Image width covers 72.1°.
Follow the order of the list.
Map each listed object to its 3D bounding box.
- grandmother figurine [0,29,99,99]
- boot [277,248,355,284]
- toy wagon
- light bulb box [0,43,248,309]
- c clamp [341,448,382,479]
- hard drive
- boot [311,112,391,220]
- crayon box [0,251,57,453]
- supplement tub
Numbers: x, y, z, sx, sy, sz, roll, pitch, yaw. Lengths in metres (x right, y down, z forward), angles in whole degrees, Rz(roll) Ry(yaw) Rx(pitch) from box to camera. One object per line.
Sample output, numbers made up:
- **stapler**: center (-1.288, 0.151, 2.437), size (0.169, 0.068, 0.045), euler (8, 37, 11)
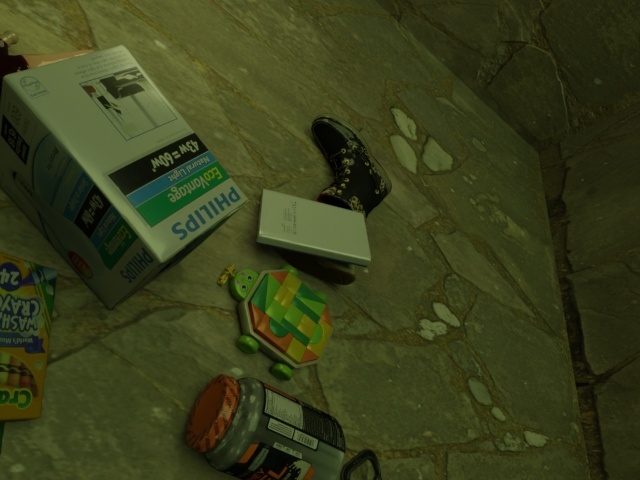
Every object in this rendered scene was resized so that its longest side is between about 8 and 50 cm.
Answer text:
- **grandmother figurine**: center (-0.644, -0.367, 0.959), size (0.208, 0.104, 0.342), euler (54, 43, 5)
- **boot**: center (0.000, 0.000, 1.337), size (0.262, 0.095, 0.203), euler (25, 48, -16)
- **toy wagon**: center (-0.118, 0.186, 1.162), size (0.344, 0.068, 0.267), euler (43, 48, -17)
- **light bulb box**: center (-0.397, -0.099, 0.858), size (0.361, 0.358, 0.225), euler (52, 48, -7)
- **c clamp**: center (0.113, 0.649, 1.174), size (0.160, 0.022, 0.137), euler (-23, 80, -43)
- **hard drive**: center (-0.019, -0.038, 1.264), size (0.318, 0.040, 0.210), euler (13, 40, -14)
- **boot**: center (0.069, -0.222, 1.479), size (0.377, 0.138, 0.284), euler (49, 46, -18)
- **crayon box**: center (-0.554, 0.180, 0.713), size (0.203, 0.083, 0.323), euler (50, 31, -66)
- **supplement tub**: center (-0.116, 0.427, 0.961), size (0.316, 0.193, 0.194), euler (34, 51, -22)
